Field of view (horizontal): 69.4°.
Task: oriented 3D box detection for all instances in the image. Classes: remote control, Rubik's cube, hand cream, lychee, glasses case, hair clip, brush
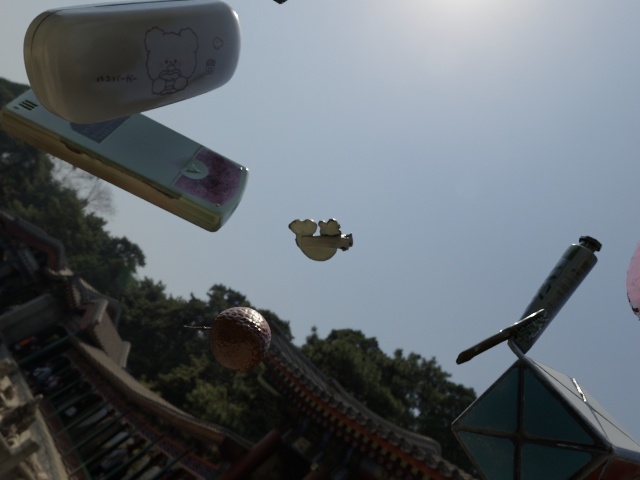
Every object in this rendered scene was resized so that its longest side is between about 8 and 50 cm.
[{"bbox_3d":[-0.281,-0.135,0.711,0.344,0.145,0.050,28,-49,-7],"label":"remote control"},{"bbox_3d":[0.487,0.440,1.001,0.259,0.255,0.260,-53,-146,13],"label":"Rubik's cube"},{"bbox_3d":[0.422,0.101,0.834,0.055,0.256,0.088,29,-11,48],"label":"hand cream"},{"bbox_3d":[-0.140,0.158,0.774,0.114,0.101,0.140,44,-12,-27],"label":"lychee"},{"bbox_3d":[-0.131,-0.146,0.362,0.049,0.193,0.074,22,-54,21],"label":"glasses case"},{"bbox_3d":[0.000,0.000,1.205,0.172,0.049,0.116,2,-78,24],"label":"hair clip"},{"bbox_3d":[0.291,0.155,0.721,0.027,0.190,0.034,51,-32,39],"label":"brush"}]

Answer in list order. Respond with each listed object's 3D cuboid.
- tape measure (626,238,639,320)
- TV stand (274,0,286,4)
[{"bbox_3d":[0.316,-0.012,0.304,0.114,0.253,0.260,32,0,14],"label":"tape measure"},{"bbox_3d":[-0.032,-0.444,0.748,0.256,0.049,0.040,24,-85,61],"label":"TV stand"}]
